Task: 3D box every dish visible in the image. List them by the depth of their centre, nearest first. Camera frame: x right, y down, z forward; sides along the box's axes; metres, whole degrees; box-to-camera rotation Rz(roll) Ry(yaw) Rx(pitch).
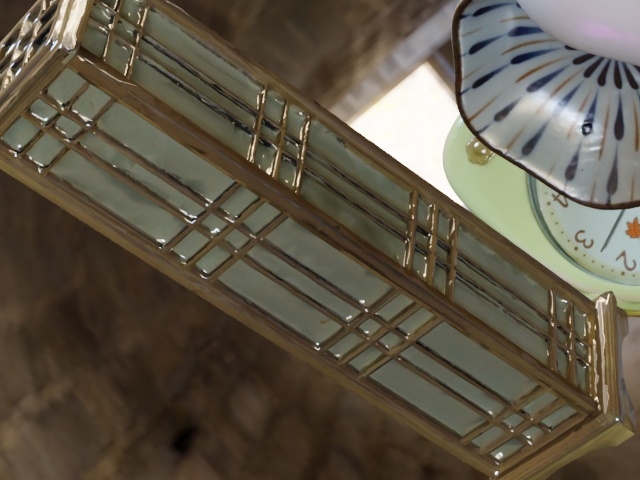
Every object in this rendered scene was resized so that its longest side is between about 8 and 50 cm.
[{"bbox_3d":[0.171,-0.106,0.992,0.191,0.190,0.066,49,-133,-23],"label":"dish"}]

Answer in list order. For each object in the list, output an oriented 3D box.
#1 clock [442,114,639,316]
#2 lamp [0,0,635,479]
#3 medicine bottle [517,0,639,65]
[{"bbox_3d":[0.316,-0.067,1.646,0.348,0.286,0.117,46,-169,18],"label":"clock"},{"bbox_3d":[0.000,0.000,0.770,0.325,0.089,0.090,35,-143,-22],"label":"lamp"},{"bbox_3d":[0.251,-0.120,0.777,0.341,0.130,0.130,12,-174,-3],"label":"medicine bottle"}]
